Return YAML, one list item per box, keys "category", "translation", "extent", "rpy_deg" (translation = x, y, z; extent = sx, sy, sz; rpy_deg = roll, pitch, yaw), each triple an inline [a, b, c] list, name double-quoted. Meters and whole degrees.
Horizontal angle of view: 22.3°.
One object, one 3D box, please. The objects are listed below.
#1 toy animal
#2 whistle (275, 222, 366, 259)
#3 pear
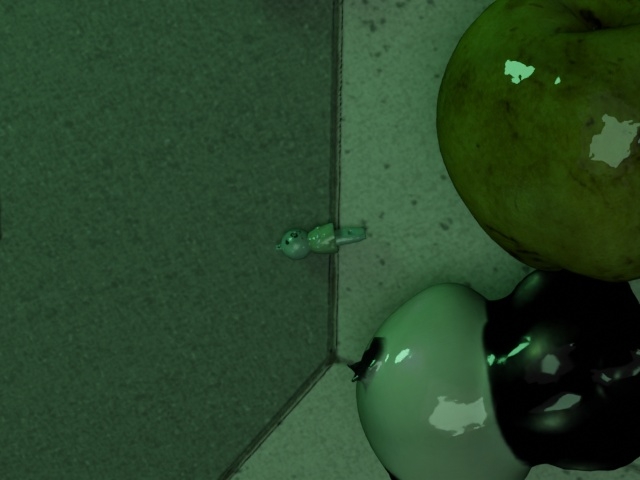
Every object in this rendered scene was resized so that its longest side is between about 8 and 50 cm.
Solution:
- category: "toy animal"
  translation: [0.192, 0.152, 1.722]
  extent: [0.310, 0.251, 0.251]
  rpy_deg: [-19, 105, 1]
- category: "whistle"
  translation: [0.000, 0.000, 1.779]
  extent: [0.100, 0.035, 0.035]
  rpy_deg: [-9, 106, 3]
- category: "pear"
  translation: [0.272, -0.102, 1.615]
  extent: [0.304, 0.304, 0.304]
  rpy_deg: [1, 107, 2]
